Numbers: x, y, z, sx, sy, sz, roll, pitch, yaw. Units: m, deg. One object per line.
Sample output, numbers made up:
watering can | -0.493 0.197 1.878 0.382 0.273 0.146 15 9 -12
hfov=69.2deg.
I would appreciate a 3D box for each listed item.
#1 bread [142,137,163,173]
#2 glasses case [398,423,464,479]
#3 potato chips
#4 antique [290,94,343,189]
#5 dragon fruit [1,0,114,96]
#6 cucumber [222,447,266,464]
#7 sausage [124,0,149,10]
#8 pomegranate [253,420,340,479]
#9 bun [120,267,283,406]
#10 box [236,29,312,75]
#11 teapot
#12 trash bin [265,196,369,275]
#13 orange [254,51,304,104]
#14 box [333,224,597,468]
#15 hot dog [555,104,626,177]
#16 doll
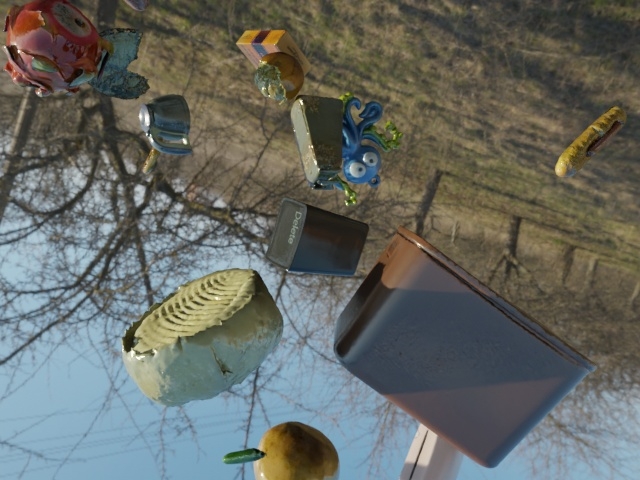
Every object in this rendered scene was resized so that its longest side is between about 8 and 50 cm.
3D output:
bread | -0.424 -0.218 1.181 0.024 0.110 0.110 26 -179 -21
glasses case | 0.219 0.464 0.926 0.113 0.297 0.075 38 159 -33
potato chips | -0.575 -0.496 1.325 0.029 0.202 0.220 46 162 29
antique | -0.002 -0.293 1.416 0.150 0.284 0.125 -1 160 -15
dragon fruit | -0.646 -0.460 1.126 0.224 0.224 0.227 17 145 -39
cucumber | -0.204 0.591 1.270 0.155 0.037 0.037 -20 164 26
sausage | -0.374 -0.457 0.824 0.040 0.047 0.176 50 -161 11
pomegranate | -0.079 0.723 1.479 0.307 0.308 0.307 20 -177 -1
bun | -0.177 0.157 0.733 0.152 0.259 0.259 66 165 -20
box | -0.157 -0.621 1.552 0.237 0.070 0.152 22 165 44
teapot | -0.378 -0.277 1.123 0.108 0.149 0.111 -13 -170 -37
trash bin | 0.000 0.000 1.173 0.225 0.165 0.115 12 -173 -39
orange | -0.124 -0.491 1.410 0.156 0.157 0.134 21 159 18
box | 0.212 0.165 0.781 0.339 0.229 0.239 36 -171 -1
hot dog | 0.584 -0.213 0.992 0.047 0.215 0.066 34 159 50
doll | 0.119 -0.329 1.617 0.341 0.346 0.099 51 176 -22
